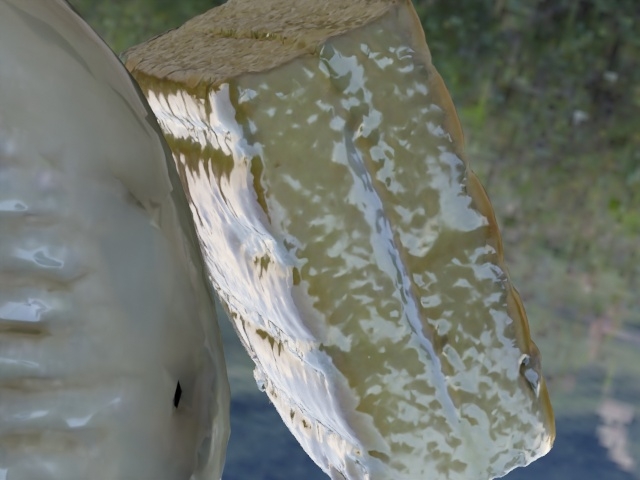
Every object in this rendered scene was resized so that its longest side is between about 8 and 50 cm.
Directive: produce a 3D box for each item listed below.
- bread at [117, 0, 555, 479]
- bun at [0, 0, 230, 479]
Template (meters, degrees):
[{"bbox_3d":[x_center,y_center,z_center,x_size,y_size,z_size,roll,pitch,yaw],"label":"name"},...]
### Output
[{"bbox_3d":[0.000,0.000,0.920,0.111,0.239,0.246,-25,-163,-13],"label":"bread"},{"bbox_3d":[-0.203,0.046,0.601,0.359,0.360,0.211,17,170,-22],"label":"bun"}]
